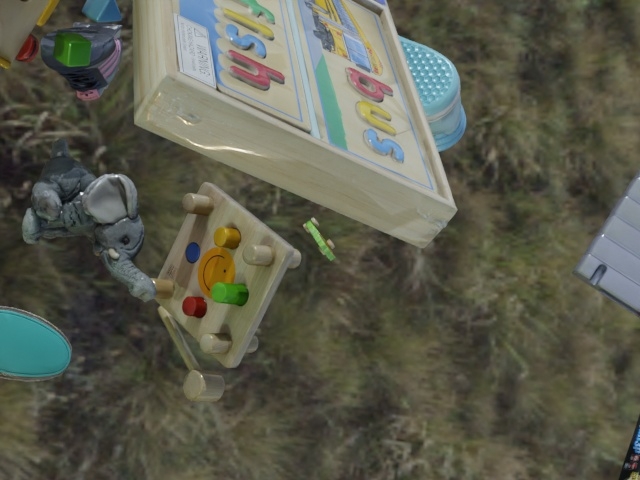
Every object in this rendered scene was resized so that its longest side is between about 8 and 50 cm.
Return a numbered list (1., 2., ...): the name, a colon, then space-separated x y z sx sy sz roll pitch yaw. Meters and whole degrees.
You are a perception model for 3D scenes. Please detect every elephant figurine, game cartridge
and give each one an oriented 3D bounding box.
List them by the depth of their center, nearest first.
1. game cartridge: 0.608 0.055 1.588 0.230 0.355 0.068 -55 174 -9
2. elephant figurine: -0.365 -0.034 1.698 0.169 0.239 0.186 -97 -155 -70

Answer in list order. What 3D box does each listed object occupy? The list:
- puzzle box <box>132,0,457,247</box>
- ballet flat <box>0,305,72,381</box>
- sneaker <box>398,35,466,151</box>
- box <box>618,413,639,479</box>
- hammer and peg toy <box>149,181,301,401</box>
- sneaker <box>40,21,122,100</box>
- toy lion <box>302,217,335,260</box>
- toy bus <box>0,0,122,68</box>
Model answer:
1. puzzle box: -0.035 -0.188 0.901 0.272 0.052 0.409 22 35 -28
2. ballet flat: -0.526 0.140 1.488 0.316 0.106 0.108 19 75 -35
3. sneaker: 0.081 -0.231 1.485 0.127 0.319 0.208 -48 152 -5
4. box: 0.500 0.372 1.494 0.220 0.051 0.175 -51 126 -45
5. hammer and peg toy: -0.212 0.103 1.841 0.127 0.266 0.361 7 115 -51
6. sneaker: -0.397 -0.296 1.720 0.319 0.112 0.131 -81 176 -73
7. toy lion: 0.000 0.000 2.261 0.100 0.034 0.096 54 4 -5
8. toy bus: -0.301 -0.249 0.934 0.202 0.104 0.191 -29 136 -35
